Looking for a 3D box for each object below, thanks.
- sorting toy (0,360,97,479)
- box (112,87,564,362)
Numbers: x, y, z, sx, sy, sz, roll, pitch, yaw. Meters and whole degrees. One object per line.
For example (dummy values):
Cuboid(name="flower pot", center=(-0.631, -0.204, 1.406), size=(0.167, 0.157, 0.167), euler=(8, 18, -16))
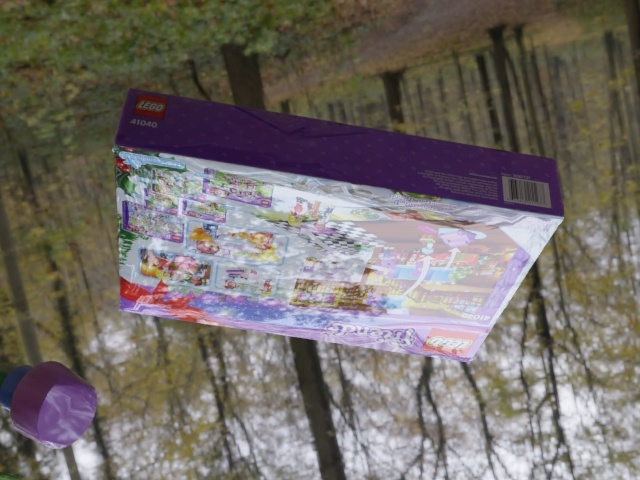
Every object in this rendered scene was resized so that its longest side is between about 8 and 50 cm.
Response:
Cuboid(name="sorting toy", center=(-0.324, 0.246, 0.670), size=(0.126, 0.127, 0.365), euler=(14, -117, 30))
Cuboid(name="box", center=(0.000, 0.000, 0.630), size=(0.293, 0.057, 0.201), euler=(9, 142, -6))
